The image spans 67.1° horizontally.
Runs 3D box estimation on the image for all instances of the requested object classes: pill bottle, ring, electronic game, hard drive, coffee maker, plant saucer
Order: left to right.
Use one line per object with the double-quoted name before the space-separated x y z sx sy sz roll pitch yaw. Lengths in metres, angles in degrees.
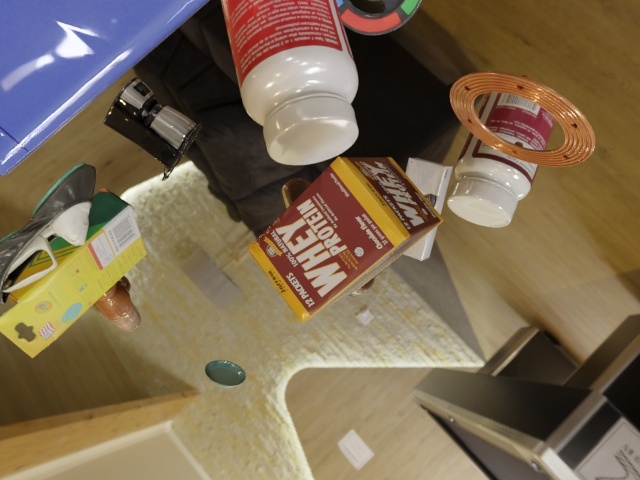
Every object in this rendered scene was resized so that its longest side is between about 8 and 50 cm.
"hard drive" -0.224 -0.239 0.395 0.210 0.319 0.040 49 173 -25
"coffee maker" -0.388 -0.247 1.092 0.178 0.171 0.120 35 -169 -14
"plant saucer" -0.273 0.385 1.377 0.120 0.021 0.119 18 -164 -5
"pill bottle" -0.058 -0.367 0.951 0.229 0.229 0.407 78 179 -73
"electronic game" 0.118 -0.567 1.041 0.229 0.229 0.048 50 -155 -9
"pill bottle" 0.539 -0.252 1.438 0.224 0.391 0.224 25 168 6
"ring" 0.450 -0.275 1.092 0.337 0.032 0.336 33 174 4

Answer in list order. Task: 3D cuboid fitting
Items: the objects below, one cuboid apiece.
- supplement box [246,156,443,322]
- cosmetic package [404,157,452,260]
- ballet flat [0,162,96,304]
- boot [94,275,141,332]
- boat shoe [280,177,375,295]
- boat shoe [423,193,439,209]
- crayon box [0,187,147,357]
"supplement box" 0.041 -0.009 0.686 0.129 0.191 0.194 53 -153 10
"cosmetic package" 0.248 -0.079 1.205 0.099 0.238 0.060 21 -160 28
"ballet flat" -0.465 -0.005 0.820 0.096 0.280 0.095 42 168 -4
"boot" -0.578 0.094 1.243 0.283 0.109 0.220 47 160 38
"boat shoe" -0.005 0.004 0.941 0.257 0.095 0.095 58 142 1
"boat shoe" 0.166 -0.037 1.041 0.065 0.206 0.075 33 -141 -17
"crayon box" -0.509 0.065 0.977 0.081 0.318 0.202 33 149 11
